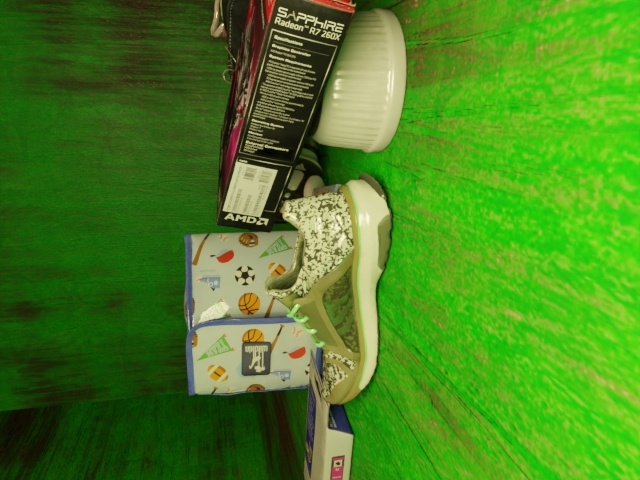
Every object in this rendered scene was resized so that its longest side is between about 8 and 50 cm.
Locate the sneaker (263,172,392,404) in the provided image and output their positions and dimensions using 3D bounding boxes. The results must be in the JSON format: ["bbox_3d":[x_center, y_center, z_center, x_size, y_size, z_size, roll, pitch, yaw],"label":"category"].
[{"bbox_3d":[-0.005,0.091,0.837,0.158,0.182,0.410,-122,31,-65],"label":"sneaker"}]

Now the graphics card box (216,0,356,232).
[{"bbox_3d":[-0.068,-0.215,0.709,0.370,0.094,0.232,116,155,-47],"label":"graphics card box"}]

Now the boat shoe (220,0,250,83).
[{"bbox_3d":[-0.147,-0.438,1.293,0.500,0.187,0.155,91,-175,-63],"label":"boat shoe"}]

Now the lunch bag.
[{"bbox_3d":[-0.169,0.177,1.262,0.239,0.328,0.385,127,141,-72],"label":"lunch bag"}]

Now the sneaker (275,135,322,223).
[{"bbox_3d":[-0.095,-0.212,1.324,0.447,0.169,0.257,139,137,-64],"label":"sneaker"}]

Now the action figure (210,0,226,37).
[{"bbox_3d":[-0.187,-0.658,1.372,0.370,0.276,0.247,-87,5,-72],"label":"action figure"}]

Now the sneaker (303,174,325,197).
[{"bbox_3d":[-0.001,-0.067,1.113,0.061,0.054,0.152,9,102,59],"label":"sneaker"}]

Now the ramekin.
[{"bbox_3d":[0.039,-0.235,0.758,0.207,0.109,0.207,178,90,-78],"label":"ramekin"}]

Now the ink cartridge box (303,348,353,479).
[{"bbox_3d":[0.012,0.431,1.088,0.175,0.069,0.370,-117,25,-63],"label":"ink cartridge box"}]

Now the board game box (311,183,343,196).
[{"bbox_3d":[0.000,0.000,0.999,0.160,0.039,0.211,-172,95,-73],"label":"board game box"}]
